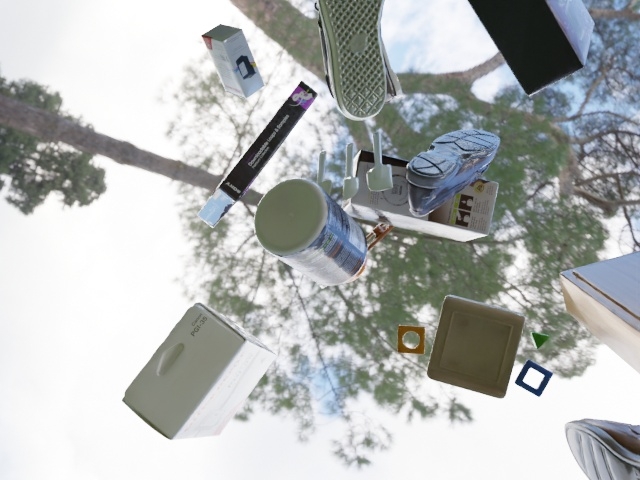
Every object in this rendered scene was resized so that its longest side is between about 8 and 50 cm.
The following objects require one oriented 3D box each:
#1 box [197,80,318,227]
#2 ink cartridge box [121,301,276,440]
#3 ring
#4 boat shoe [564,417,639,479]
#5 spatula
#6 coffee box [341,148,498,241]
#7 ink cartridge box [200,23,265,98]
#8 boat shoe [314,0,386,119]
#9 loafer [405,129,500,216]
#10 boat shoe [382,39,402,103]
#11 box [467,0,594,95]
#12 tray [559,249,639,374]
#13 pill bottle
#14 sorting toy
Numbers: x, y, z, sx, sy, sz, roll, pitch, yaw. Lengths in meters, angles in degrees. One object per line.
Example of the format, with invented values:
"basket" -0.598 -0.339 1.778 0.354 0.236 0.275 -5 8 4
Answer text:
"box" -0.073 -0.095 0.693 0.162 0.029 0.116 -58 -169 -23
"ink cartridge box" -0.206 0.246 1.120 0.117 0.283 0.207 34 -99 14
"ring" 0.115 -0.004 1.561 0.032 0.336 0.336 46 -68 0
"boat shoe" 0.460 0.311 0.841 0.307 0.104 0.111 -171 -117 -79
"spatula" 0.052 -0.141 1.186 0.168 0.019 0.242 -18 -148 14
"coffee box" 0.204 -0.091 1.324 0.168 0.296 0.119 143 -40 -82
"ink cartridge box" -0.242 -0.496 1.700 0.072 0.175 0.127 -39 -138 -19
"boat shoe" 0.073 -0.552 1.505 0.156 0.186 0.501 -128 -149 -69
"loafer" 0.254 -0.139 1.206 0.109 0.302 0.095 26 -53 29
"boat shoe" 0.165 -0.592 1.964 0.096 0.325 0.117 -22 -154 7
"box" 0.317 -0.391 0.963 0.103 0.261 0.184 -25 -156 39
"tray" 0.470 0.095 0.748 0.202 0.411 0.076 -16 -79 4
"pill bottle" 0.000 0.000 1.037 0.130 0.245 0.131 -9 -112 22
"sorting toy" 0.346 0.236 1.383 0.347 0.047 0.196 14 -89 11
